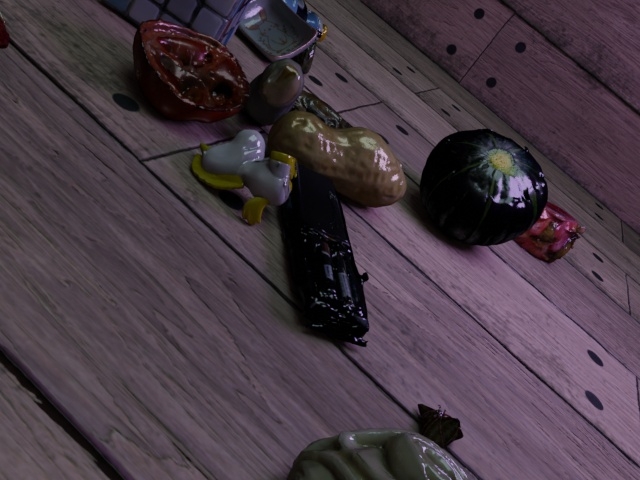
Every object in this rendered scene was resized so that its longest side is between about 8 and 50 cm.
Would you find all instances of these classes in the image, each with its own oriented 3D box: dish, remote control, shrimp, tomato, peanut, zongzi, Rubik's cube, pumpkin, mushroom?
[{"bbox_3d":[-0.125,-0.553,1.675,0.151,0.077,0.212,-36,71,-18],"label":"dish"},{"bbox_3d":[0.000,0.000,1.046,0.144,0.062,0.399,23,31,-26],"label":"remote control"},{"bbox_3d":[-0.020,-0.283,1.464,0.253,0.058,0.173,42,35,14],"label":"shrimp"},{"bbox_3d":[-0.247,-0.291,1.154,0.227,0.101,0.228,26,39,-24],"label":"tomato"},{"bbox_3d":[0.045,-0.168,1.260,0.318,0.148,0.148,23,31,-27],"label":"peanut"},{"bbox_3d":[0.159,0.255,0.883,0.073,0.067,0.083,39,6,27],"label":"zongzi"},{"bbox_3d":[-0.276,-0.574,1.369,0.258,0.256,0.253,32,29,-10],"label":"Rubik's cube"},{"bbox_3d":[0.370,-0.111,1.513,0.295,0.296,0.296,29,29,-18],"label":"pumpkin"},{"bbox_3d":[-0.088,-0.288,1.215,0.097,0.109,0.351,44,-6,-11],"label":"mushroom"}]

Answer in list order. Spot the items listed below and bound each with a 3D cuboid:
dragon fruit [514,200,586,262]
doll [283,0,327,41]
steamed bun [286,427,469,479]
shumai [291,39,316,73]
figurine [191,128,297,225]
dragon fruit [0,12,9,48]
[{"bbox_3d":[0.631,-0.049,1.791,0.282,0.147,0.211,14,36,-41],"label":"dragon fruit"},{"bbox_3d":[-0.105,-0.668,1.847,0.177,0.141,0.314,40,20,32],"label":"doll"},{"bbox_3d":[0.078,0.277,0.632,0.217,0.144,0.211,16,35,-35],"label":"steamed bun"},{"bbox_3d":[-0.061,-0.523,1.744,0.087,0.099,0.124,14,30,-11],"label":"shumai"},{"bbox_3d":[-0.125,-0.119,1.031,0.178,0.109,0.130,38,71,13],"label":"figurine"},{"bbox_3d":[-0.517,-0.281,0.784,0.205,0.152,0.317,41,10,-42],"label":"dragon fruit"}]
